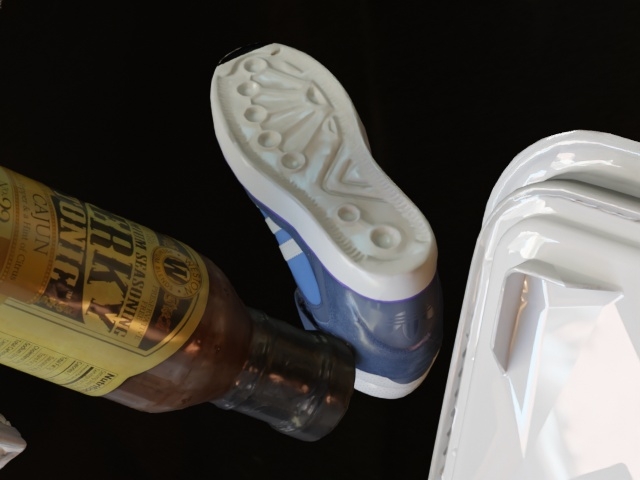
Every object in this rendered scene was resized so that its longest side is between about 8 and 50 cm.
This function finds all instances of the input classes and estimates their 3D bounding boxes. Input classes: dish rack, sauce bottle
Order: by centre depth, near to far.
[{"bbox_3d":[0.154,0.144,0.785,0.072,0.285,0.332,-19,123,-54],"label":"dish rack"},{"bbox_3d":[-0.132,0.037,1.161,0.344,0.111,0.111,22,83,-32],"label":"sauce bottle"}]

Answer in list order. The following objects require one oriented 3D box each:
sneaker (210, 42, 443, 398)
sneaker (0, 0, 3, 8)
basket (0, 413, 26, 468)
[{"bbox_3d":[0.001,0.000,1.748,0.130,0.236,0.323,-24,55,-18],"label":"sneaker"},{"bbox_3d":[-0.322,-0.128,1.472,0.145,0.147,0.384,4,121,-7],"label":"sneaker"},{"bbox_3d":[-0.326,0.154,1.550,0.113,0.167,0.103,-37,80,-2],"label":"basket"}]
